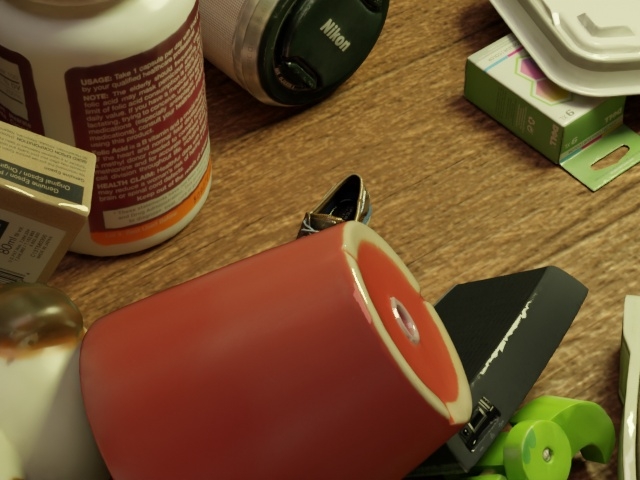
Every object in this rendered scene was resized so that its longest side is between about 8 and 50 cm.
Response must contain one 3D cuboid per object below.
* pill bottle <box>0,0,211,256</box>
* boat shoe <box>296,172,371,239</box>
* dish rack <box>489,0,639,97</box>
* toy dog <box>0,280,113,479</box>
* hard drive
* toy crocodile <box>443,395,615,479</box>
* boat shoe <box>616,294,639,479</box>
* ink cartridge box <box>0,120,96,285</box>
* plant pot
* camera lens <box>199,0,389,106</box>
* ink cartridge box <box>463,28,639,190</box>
[{"bbox_3d":[-0.230,-0.192,1.598,0.224,0.392,0.224,0,47,0],"label":"pill bottle"},{"bbox_3d":[0.000,0.000,1.639,0.066,0.066,0.183,14,48,14],"label":"boat shoe"},{"bbox_3d":[0.379,-0.280,1.849,0.332,0.072,0.285,-7,43,-19],"label":"dish rack"},{"bbox_3d":[-0.308,0.210,1.280,0.395,0.285,0.408,-10,32,26],"label":"toy dog"},{"bbox_3d":[0.130,0.119,1.474,0.172,0.054,0.255,-14,27,47],"label":"hard drive"},{"bbox_3d":[0.139,0.253,1.385,0.115,0.105,0.340,-13,28,52],"label":"toy crocodile"},{"bbox_3d":[0.320,0.169,1.451,0.091,0.109,0.305,3,43,10],"label":"boat shoe"},{"bbox_3d":[-0.347,-0.013,1.501,0.193,0.235,0.088,18,45,-21],"label":"ink cartridge box"},{"bbox_3d":[-0.024,0.125,1.326,0.243,0.275,0.275,-32,46,15],"label":"plant pot"},{"bbox_3d":[-0.072,-0.301,1.818,0.219,0.219,0.274,-33,55,-27],"label":"camera lens"},{"bbox_3d":[0.273,-0.156,1.787,0.109,0.062,0.209,-31,55,-27],"label":"ink cartridge box"}]
